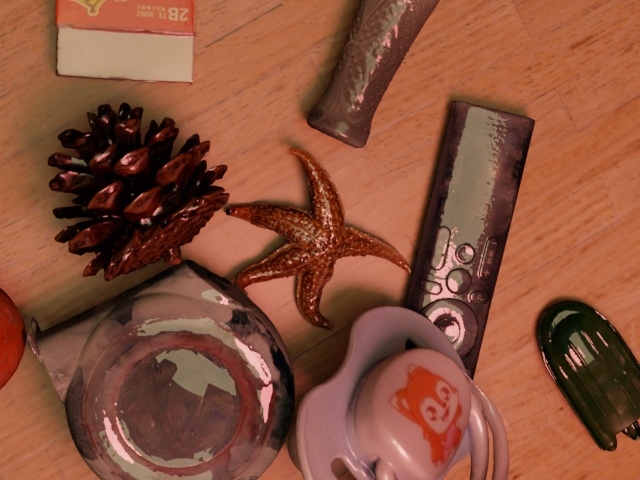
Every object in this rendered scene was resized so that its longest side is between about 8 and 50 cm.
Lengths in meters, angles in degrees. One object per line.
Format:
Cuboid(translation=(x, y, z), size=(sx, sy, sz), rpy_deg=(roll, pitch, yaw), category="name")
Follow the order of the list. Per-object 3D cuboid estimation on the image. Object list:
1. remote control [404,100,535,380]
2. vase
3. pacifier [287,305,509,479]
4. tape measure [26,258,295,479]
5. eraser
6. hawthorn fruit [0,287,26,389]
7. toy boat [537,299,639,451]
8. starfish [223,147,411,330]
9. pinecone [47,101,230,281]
Cuboid(translation=(0.167, 0.026, 1.510), size=(0.107, 0.044, 0.378), rpy_deg=(13, 94, -6), category="remote control")
Cuboid(translation=(0.061, -0.218, 1.436), size=(0.096, 0.096, 0.219), rpy_deg=(24, 95, -13), category="vase")
Cuboid(translation=(0.058, 0.227, 1.419), size=(0.244, 0.233, 0.299), rpy_deg=(53, 47, -16), category="pacifier")
Cuboid(translation=(-0.162, 0.160, 1.405), size=(0.256, 0.147, 0.275), rpy_deg=(-26, 103, 1), category="tape measure")
Cuboid(translation=(-0.217, -0.294, 1.397), size=(0.157, 0.038, 0.230), rpy_deg=(2, 96, -12), category="eraser")
Cuboid(translation=(-0.406, 0.110, 1.344), size=(0.172, 0.173, 0.173), rpy_deg=(-1, 97, -11), category="hawthorn fruit")
Cuboid(translation=(0.347, 0.167, 1.559), size=(0.104, 0.052, 0.210), rpy_deg=(-36, 101, -2), category="toy boat")
Cuboid(translation=(0.001, 0.002, 1.468), size=(0.238, 0.057, 0.213), rpy_deg=(7, 103, -11), category="starfish")
Cuboid(translation=(-0.207, -0.057, 1.355), size=(0.207, 0.208, 0.208), rpy_deg=(-1, 97, -11), category="pinecone")
